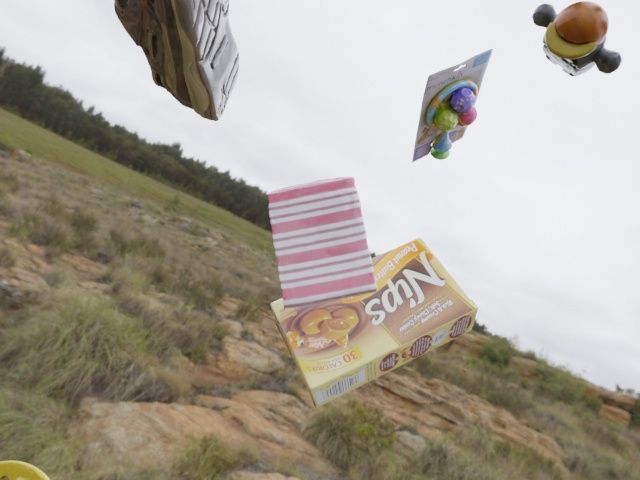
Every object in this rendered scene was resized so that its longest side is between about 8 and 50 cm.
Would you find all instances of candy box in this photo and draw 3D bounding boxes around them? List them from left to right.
[{"bbox_3d":[0.092,0.137,0.816,0.087,0.316,0.183,82,-19,-50],"label":"candy box"}]

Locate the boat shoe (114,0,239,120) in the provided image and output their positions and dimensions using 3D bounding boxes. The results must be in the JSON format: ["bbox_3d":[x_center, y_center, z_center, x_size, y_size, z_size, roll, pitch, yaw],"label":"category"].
[{"bbox_3d":[-0.182,-0.276,0.546,0.130,0.132,0.355,17,-24,-1],"label":"boat shoe"}]

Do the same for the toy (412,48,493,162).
[{"bbox_3d":[0.260,-0.239,0.885,0.056,0.137,0.237,59,-12,23],"label":"toy"}]

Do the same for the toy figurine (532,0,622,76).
[{"bbox_3d":[0.309,-0.268,0.420,0.213,0.209,0.148,1,8,24],"label":"toy figurine"}]

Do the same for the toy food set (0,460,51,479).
[{"bbox_3d":[-0.265,0.310,0.399,0.071,0.128,0.218,70,3,-66],"label":"toy food set"}]

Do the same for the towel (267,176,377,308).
[{"bbox_3d":[0.000,0.000,0.704,0.144,0.197,0.029,-10,-18,2],"label":"towel"}]
